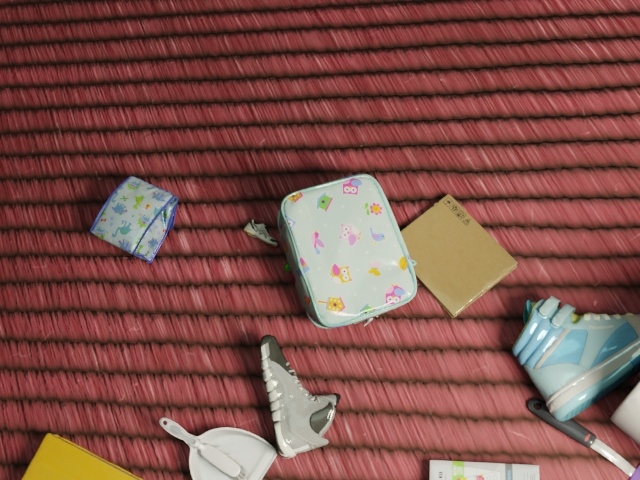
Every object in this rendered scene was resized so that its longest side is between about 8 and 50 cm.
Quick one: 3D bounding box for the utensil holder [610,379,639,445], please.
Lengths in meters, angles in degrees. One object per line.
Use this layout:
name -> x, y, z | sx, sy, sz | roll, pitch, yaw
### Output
utensil holder -> 0.691, 0.283, 1.166 | 0.327, 0.327, 0.385 | -45, 66, -9

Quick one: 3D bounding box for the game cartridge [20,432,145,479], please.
game cartridge -> -0.460, 0.558, 1.421 | 0.285, 0.052, 0.323 | 21, 75, 18

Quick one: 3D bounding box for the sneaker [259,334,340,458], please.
sneaker -> -0.033, 0.277, 1.444 | 0.132, 0.086, 0.228 | -13, 76, 0

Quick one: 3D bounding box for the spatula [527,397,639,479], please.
spatula -> 0.486, 0.360, 1.332 | 0.296, 0.030, 0.084 | 34, 76, 22

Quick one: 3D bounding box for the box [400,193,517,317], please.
box -> 0.254, 0.027, 1.519 | 0.164, 0.021, 0.201 | -38, 67, -6

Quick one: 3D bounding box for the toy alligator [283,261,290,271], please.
toy alligator -> 0.000, 0.000, 1.565 | 0.051, 0.056, 0.189 | 43, 76, -20

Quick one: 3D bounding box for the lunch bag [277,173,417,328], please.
lunch bag -> 0.054, 0.025, 1.477 | 0.224, 0.108, 0.279 | -17, 81, -14

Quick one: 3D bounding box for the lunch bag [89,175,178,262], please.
lunch bag -> -0.382, -0.049, 1.630 | 0.129, 0.096, 0.151 | 24, 84, 19

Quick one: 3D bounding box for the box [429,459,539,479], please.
box -> 0.279, 0.453, 1.328 | 0.186, 0.038, 0.145 | 0, 67, 12

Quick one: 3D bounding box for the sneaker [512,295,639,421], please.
sneaker -> 0.481, 0.148, 1.372 | 0.319, 0.127, 0.208 | -32, 61, -10

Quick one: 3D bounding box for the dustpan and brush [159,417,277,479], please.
dustpan and brush -> -0.206, 0.389, 1.433 | 0.211, 0.060, 0.147 | 29, 76, 20

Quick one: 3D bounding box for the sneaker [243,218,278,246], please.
sneaker -> -0.118, -0.017, 1.601 | 0.083, 0.032, 0.037 | 29, 76, 20
